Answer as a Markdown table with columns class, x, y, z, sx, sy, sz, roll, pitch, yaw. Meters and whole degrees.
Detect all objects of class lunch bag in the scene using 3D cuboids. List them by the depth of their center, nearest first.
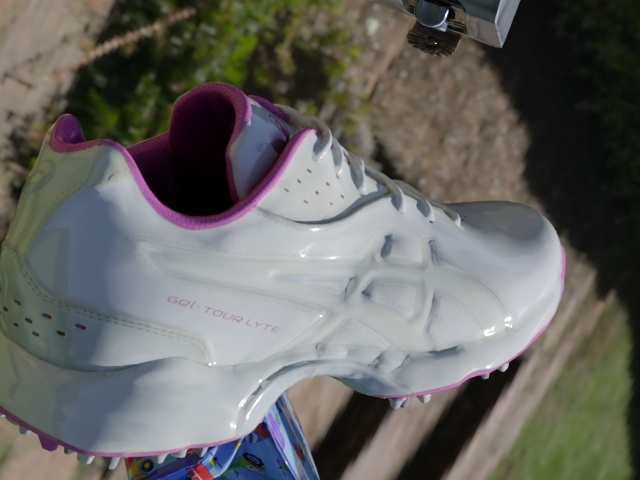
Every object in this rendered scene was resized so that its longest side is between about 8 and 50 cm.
| class | x | y | z | sx | sy | sz | roll | pitch | yaw |
| --- | --- | --- | --- | --- | --- | --- | --- | --- | --- |
| lunch bag | -0.059 | 0.194 | 1.540 | 0.138 | 0.221 | 0.293 | -32 | 130 | 8 |

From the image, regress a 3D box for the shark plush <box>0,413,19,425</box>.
| class | x | y | z | sx | sy | sz | roll | pitch | yaw |
| --- | --- | --- | --- | --- | --- | --- | --- | --- | --- |
| shark plush | -0.185 | 0.026 | 0.897 | 0.067 | 0.161 | 0.073 | 19 | 124 | -43 |

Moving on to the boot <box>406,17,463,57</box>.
| class | x | y | z | sx | sy | sz | roll | pitch | yaw |
| --- | --- | --- | --- | --- | --- | --- | --- | --- | --- |
| boot | 0.125 | -0.222 | 1.487 | 0.085 | 0.059 | 0.158 | -65 | -169 | -12 |

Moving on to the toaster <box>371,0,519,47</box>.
| class | x | y | z | sx | sy | sz | roll | pitch | yaw |
| --- | --- | --- | --- | --- | --- | --- | --- | --- | --- |
| toaster | 0.070 | -0.232 | 1.066 | 0.110 | 0.168 | 0.186 | -8 | 120 | -81 |

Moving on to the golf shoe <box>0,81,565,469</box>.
| class | x | y | z | sx | sy | sz | roll | pitch | yaw |
| --- | --- | --- | --- | --- | --- | --- | --- | --- | --- |
| golf shoe | 0.000 | 0.000 | 0.722 | 0.306 | 0.115 | 0.140 | -11 | 115 | -41 |
